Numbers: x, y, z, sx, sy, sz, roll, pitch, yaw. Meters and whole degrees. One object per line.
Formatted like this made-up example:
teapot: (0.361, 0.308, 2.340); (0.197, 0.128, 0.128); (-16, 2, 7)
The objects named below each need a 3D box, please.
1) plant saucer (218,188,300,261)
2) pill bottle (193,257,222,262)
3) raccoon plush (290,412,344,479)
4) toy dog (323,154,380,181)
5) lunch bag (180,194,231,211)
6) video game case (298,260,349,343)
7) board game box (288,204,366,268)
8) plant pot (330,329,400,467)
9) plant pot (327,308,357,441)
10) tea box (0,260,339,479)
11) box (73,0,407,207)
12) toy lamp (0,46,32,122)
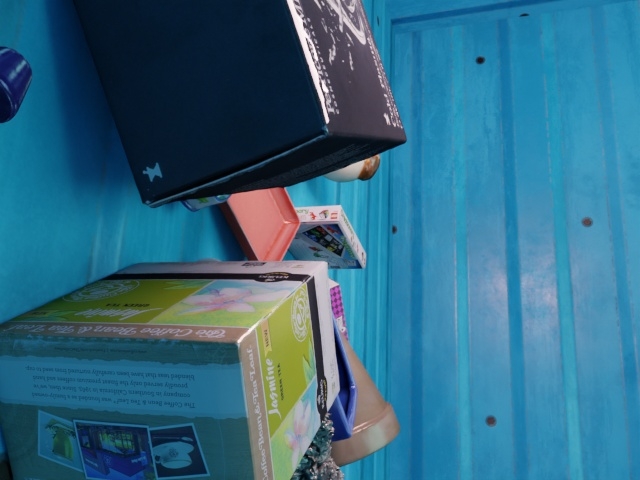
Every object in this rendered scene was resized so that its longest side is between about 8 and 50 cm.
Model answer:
plant saucer: (-0.147, -0.079, 1.301); (0.259, 0.047, 0.258); (64, 26, -25)
pill bottle: (-0.189, 0.126, 1.107); (0.193, 0.108, 0.108); (65, 29, -53)
raccoon plush: (-0.141, 0.435, 0.904); (0.446, 0.299, 0.216); (-69, 152, -51)
toy dog: (0.053, -0.319, 1.663); (0.408, 0.284, 0.395); (52, 40, -65)
lunch bag: (-0.214, -0.174, 1.056); (0.176, 0.090, 0.219); (61, 29, -27)
video game case: (0.000, 0.193, 1.595); (0.042, 0.210, 0.232); (-21, 116, -25)
board game box: (0.000, 0.000, 1.587); (0.305, 0.193, 0.053); (58, 35, -59)
plant pot: (0.004, 0.385, 1.438); (0.323, 0.323, 0.280); (-7, 79, -73)
plant pot: (-0.058, 0.281, 1.197); (0.236, 0.212, 0.236); (-49, 122, -78)
tea box: (-0.178, 0.169, 0.766); (0.323, 0.329, 0.220); (-41, 127, -69)
box: (-0.109, -0.334, 0.911); (0.472, 0.297, 0.480); (-24, 95, -67)
toy lamp: (-0.382, -0.106, 0.570); (0.080, 0.080, 0.275); (71, 26, -42)
